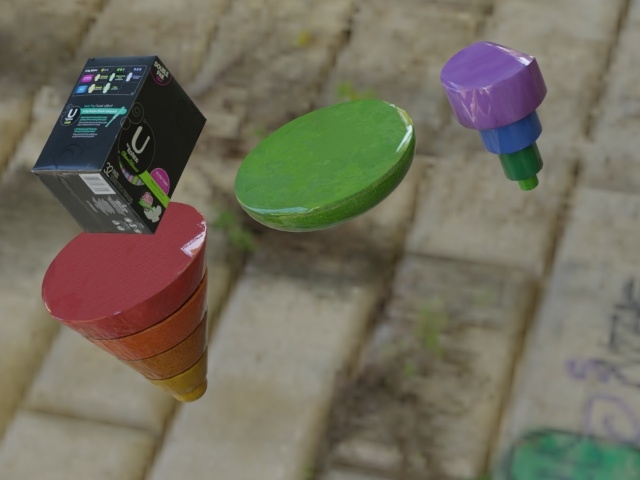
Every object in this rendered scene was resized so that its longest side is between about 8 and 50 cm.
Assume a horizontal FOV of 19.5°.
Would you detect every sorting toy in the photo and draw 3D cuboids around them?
[{"bbox_3d":[0.000,0.000,1.258,0.126,0.365,0.127,66,172,-31],"label":"sorting toy"}]

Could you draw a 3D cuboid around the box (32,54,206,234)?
[{"bbox_3d":[-0.112,-0.054,1.049,0.062,0.052,0.083,54,-133,-43],"label":"box"}]
